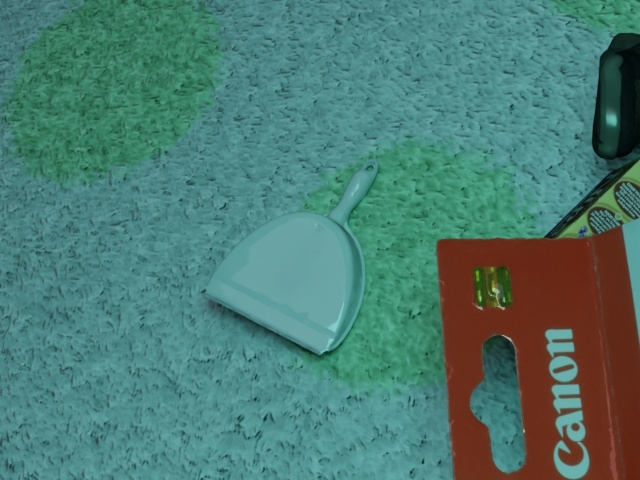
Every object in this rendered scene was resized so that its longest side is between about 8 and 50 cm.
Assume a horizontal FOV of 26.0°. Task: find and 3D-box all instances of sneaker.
[{"bbox_3d":[0.316,-0.131,1.264,0.130,0.087,0.227,9,23,17],"label":"sneaker"}]

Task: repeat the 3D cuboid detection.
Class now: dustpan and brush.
[{"bbox_3d":[0.000,0.000,1.370,0.147,0.060,0.211,26,78,18],"label":"dustpan and brush"}]

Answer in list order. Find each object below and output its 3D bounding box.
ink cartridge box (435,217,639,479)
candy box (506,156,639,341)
[{"bbox_3d":[0.293,0.107,1.078,0.385,0.091,0.308,-1,62,-1],"label":"ink cartridge box"},{"bbox_3d":[0.229,0.008,1.241,0.187,0.109,0.053,-45,88,-8],"label":"candy box"}]
